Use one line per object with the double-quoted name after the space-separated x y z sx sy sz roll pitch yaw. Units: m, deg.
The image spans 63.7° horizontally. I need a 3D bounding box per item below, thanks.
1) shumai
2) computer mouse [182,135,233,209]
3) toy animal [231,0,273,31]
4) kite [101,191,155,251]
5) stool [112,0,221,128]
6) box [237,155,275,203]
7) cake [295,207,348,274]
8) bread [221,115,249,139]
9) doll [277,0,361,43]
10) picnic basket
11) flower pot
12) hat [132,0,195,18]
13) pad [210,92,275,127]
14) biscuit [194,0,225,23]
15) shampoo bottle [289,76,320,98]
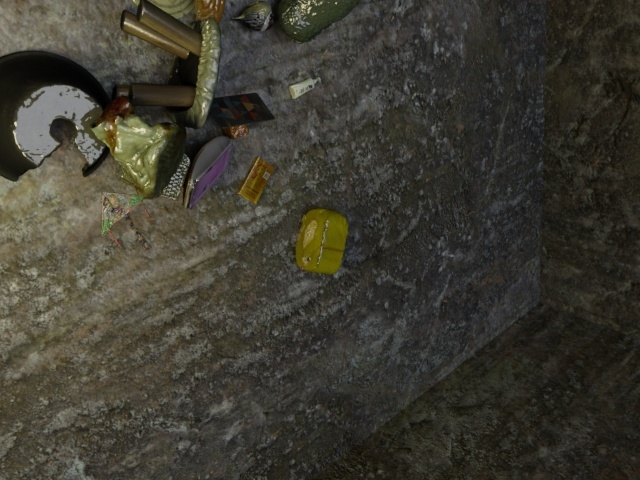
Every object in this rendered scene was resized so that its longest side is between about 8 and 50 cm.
-0.478 -0.246 1.361 0.203 0.272 0.222 24 53 -3 "shumai"
-0.373 -0.226 1.660 0.310 0.071 0.158 -66 -179 -49 "computer mouse"
-0.218 -0.729 1.703 0.137 0.098 0.098 -32 124 -7 "toy animal"
-0.617 -0.065 1.658 0.198 0.006 0.244 -44 126 -20 "kite"
-0.443 -0.491 1.468 0.226 0.310 0.310 3 101 -32 "stool"
-0.237 -0.222 1.899 0.089 0.022 0.156 29 85 -42 "box"
0.000 0.000 2.061 0.156 0.179 0.261 9 96 -41 "cake"
-0.294 -0.392 1.757 0.076 0.083 0.070 -31 131 -23 "bread"
0.004 -0.826 1.730 0.349 0.247 0.247 -43 132 14 "doll"
-0.503 -0.225 1.574 0.134 0.196 0.154 14 97 -38 "picnic basket"
-0.704 -0.313 1.351 0.379 0.251 0.380 -12 111 -33 "flower pot"
-0.440 -0.778 1.495 0.252 0.110 0.252 -14 114 -34 "hat"
-0.273 -0.442 1.737 0.211 0.143 0.003 -19 154 -34 "pad"
-0.342 -0.748 1.595 0.144 0.033 0.224 -33 137 -56 "biscuit"
-0.055 -0.577 1.919 0.141 0.034 0.049 -35 118 -26 "shampoo bottle"
